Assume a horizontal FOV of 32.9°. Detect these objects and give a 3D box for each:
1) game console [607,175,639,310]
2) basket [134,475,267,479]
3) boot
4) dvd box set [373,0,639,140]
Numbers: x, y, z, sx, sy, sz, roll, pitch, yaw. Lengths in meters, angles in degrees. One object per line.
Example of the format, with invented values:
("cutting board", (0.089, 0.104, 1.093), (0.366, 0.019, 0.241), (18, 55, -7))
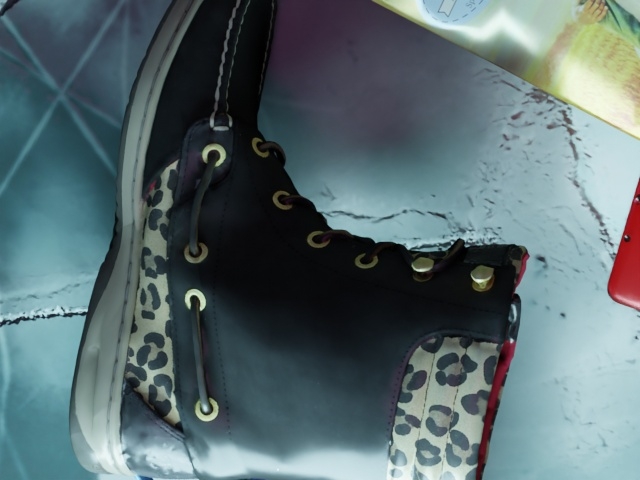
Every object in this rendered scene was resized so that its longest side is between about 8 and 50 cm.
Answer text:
("game console", (0.322, -0.003, 0.886), (0.124, 0.085, 0.144), (1, 110, -32))
("basket", (0.007, 0.209, 0.855), (0.255, 0.201, 0.289), (-22, 101, 6))
("boot", (0.000, 0.000, 0.751), (0.284, 0.138, 0.377), (10, 79, 15))
("dvd box set", (0.204, -0.238, 0.708), (0.420, 0.062, 0.307), (28, 125, -2))
